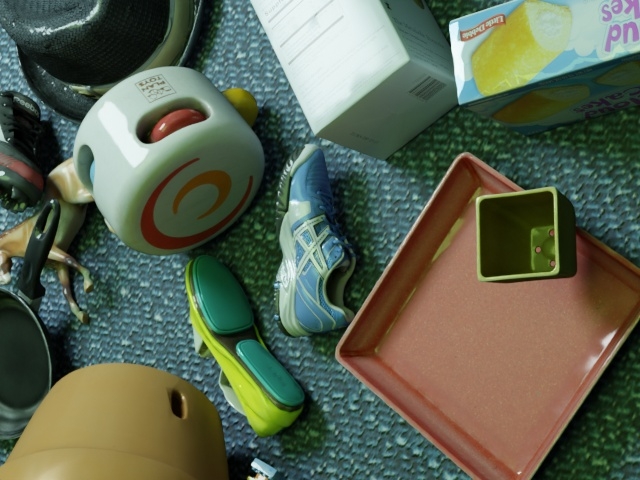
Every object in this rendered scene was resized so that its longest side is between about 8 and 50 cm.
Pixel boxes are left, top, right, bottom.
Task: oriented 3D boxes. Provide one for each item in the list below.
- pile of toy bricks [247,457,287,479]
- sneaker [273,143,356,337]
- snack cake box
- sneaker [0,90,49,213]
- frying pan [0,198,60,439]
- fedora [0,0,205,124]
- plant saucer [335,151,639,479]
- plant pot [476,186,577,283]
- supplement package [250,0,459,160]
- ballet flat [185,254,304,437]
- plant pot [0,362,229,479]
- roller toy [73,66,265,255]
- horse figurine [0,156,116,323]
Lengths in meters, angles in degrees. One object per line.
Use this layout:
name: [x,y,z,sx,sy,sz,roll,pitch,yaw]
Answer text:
pile of toy bricks: [-0.019,0.314,1.333,0.212,0.118,0.105,23,71,36]
sneaker: [0.000,0.000,1.427,0.081,0.080,0.211,-1,89,28]
snack cake box: [0.273,-0.184,1.225,0.264,0.152,0.089,-14,73,32]
sneaker: [-0.404,-0.124,1.676,0.135,0.097,0.276,-50,33,-5]
frying pan: [-0.397,0.090,1.648,0.197,0.053,0.326,14,102,32]
fedora: [-0.306,-0.305,1.642,0.334,0.152,0.334,-7,76,33]
plant saucer: [0.173,0.084,1.303,0.258,0.047,0.259,39,102,33]
plant pot: [0.200,0.001,1.222,0.081,0.083,0.081,-7,77,32]
supplement package: [0.032,-0.231,1.405,0.134,0.139,0.244,-37,63,25]
ballet flat: [-0.100,0.123,1.470,0.231,0.077,0.077,55,128,27]
plant pot: [-0.216,0.270,1.395,0.290,0.291,0.203,-26,37,28]
roller toy: [-0.173,-0.095,1.485,0.209,0.191,0.146,-49,58,16]
horse figurine: [-0.310,-0.026,1.643,0.174,0.066,0.263,41,109,29]
